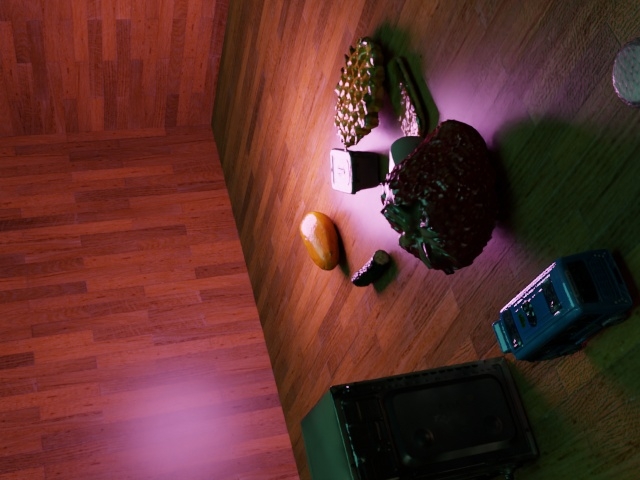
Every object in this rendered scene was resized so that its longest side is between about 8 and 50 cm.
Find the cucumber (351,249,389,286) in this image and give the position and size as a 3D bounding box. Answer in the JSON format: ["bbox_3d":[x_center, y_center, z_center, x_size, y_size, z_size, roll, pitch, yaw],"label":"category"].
[{"bbox_3d":[0.145,0.083,2.176,0.187,0.058,0.058,127,133,-62],"label":"cucumber"}]

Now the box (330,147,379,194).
[{"bbox_3d":[0.098,-0.198,2.153,0.172,0.092,0.124,-151,56,-68],"label":"box"}]

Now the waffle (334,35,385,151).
[{"bbox_3d":[0.105,-0.389,2.055,0.329,0.062,0.329,-174,90,-73],"label":"waffle"}]

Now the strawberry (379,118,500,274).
[{"bbox_3d":[0.255,-0.085,1.585,0.261,0.257,0.261,43,161,19],"label":"strawberry"}]

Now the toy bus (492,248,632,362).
[{"bbox_3d":[0.402,0.118,1.303,0.246,0.134,0.114,118,141,-58],"label":"toy bus"}]

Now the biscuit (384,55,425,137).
[{"bbox_3d":[0.207,-0.341,1.886,0.118,0.029,0.247,103,154,-59],"label":"biscuit"}]

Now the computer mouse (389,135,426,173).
[{"bbox_3d":[0.226,-0.138,1.748,0.079,0.127,0.231,110,148,-64],"label":"computer mouse"}]

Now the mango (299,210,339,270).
[{"bbox_3d":[0.000,0.000,2.481,0.147,0.109,0.227,105,151,-43],"label":"mango"}]

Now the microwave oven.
[{"bbox_3d":[0.192,0.430,1.618,0.333,0.394,0.247,119,141,-61],"label":"microwave oven"}]

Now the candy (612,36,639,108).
[{"bbox_3d":[0.471,-0.243,1.120,0.103,0.043,0.103,171,90,-69],"label":"candy"}]
